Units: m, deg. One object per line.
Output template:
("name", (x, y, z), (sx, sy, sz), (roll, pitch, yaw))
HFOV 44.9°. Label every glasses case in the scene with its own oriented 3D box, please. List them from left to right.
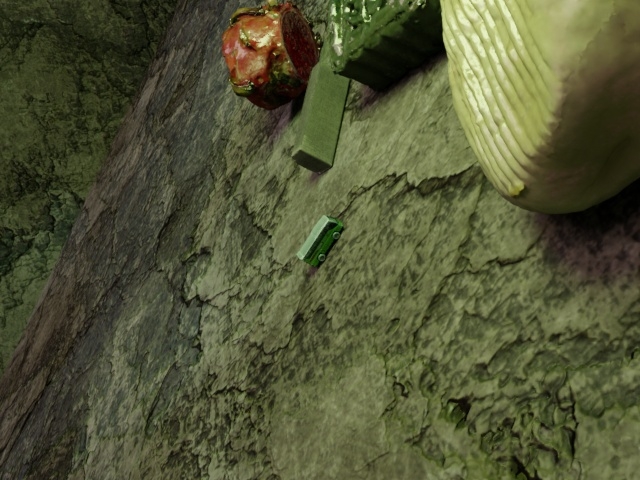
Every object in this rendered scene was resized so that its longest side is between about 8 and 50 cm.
("glasses case", (0.000, -0.224, 1.404), (0.047, 0.071, 0.204), (-30, 41, 52))

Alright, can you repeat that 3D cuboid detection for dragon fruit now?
("dragon fruit", (-0.086, -0.394, 1.572), (0.147, 0.211, 0.282), (-22, 28, 34))

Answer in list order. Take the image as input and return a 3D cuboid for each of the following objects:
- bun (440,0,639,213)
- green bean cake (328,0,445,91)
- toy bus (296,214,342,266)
("bun", (0.250, -0.204, 0.759), (0.361, 0.213, 0.361), (169, 90, -81))
("green bean cake", (0.115, -0.400, 1.263), (0.255, 0.132, 0.241), (-22, 63, 51))
("toy bus", (0.000, 0.000, 1.233), (0.083, 0.037, 0.031), (-57, 28, 9))
